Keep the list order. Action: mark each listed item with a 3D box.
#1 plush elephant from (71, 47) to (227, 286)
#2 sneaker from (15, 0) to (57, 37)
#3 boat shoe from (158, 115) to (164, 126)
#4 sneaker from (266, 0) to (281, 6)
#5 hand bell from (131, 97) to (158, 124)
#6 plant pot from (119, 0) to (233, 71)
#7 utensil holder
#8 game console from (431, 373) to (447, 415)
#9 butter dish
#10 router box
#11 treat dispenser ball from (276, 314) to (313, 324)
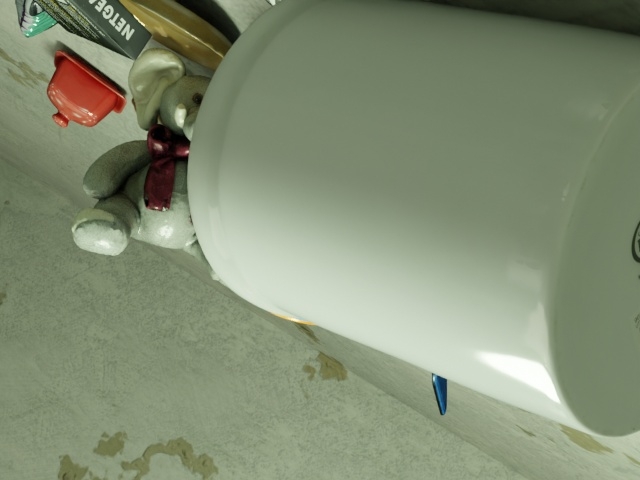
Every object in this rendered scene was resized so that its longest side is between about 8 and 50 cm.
[{"bbox_3d":[-0.186,-0.118,1.595,0.271,0.255,0.330,17,-163,-16],"label":"plush elephant"},{"bbox_3d":[-0.455,-0.395,1.774,0.098,0.083,0.223,59,162,-4],"label":"sneaker"},{"bbox_3d":[-0.163,-0.153,1.814,0.302,0.109,0.098,35,168,-31],"label":"boat shoe"},{"bbox_3d":[-0.044,-0.279,1.070,0.106,0.078,0.234,27,168,21],"label":"sneaker"},{"bbox_3d":[-0.271,-0.199,1.981,0.242,0.126,0.126,39,174,43],"label":"hand bell"},{"bbox_3d":[-0.203,-0.289,1.480,0.236,0.032,0.236,29,178,1],"label":"plant pot"},{"bbox_3d":[0.130,-0.042,0.962,0.385,0.328,0.327,19,160,44],"label":"utensil holder"},{"bbox_3d":[0.150,0.152,1.986,0.250,0.173,0.293,30,167,18],"label":"game console"},{"bbox_3d":[-0.465,-0.268,2.131,0.160,0.118,0.160,37,167,-10],"label":"butter dish"},{"bbox_3d":[-0.302,-0.296,1.351,0.133,0.046,0.179,27,171,30],"label":"router box"},{"bbox_3d":[0.004,-0.039,1.366,0.288,0.288,0.288,33,168,8],"label":"treat dispenser ball"}]
